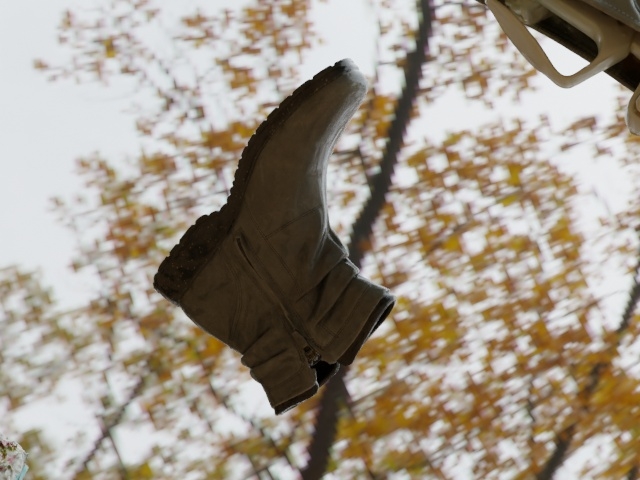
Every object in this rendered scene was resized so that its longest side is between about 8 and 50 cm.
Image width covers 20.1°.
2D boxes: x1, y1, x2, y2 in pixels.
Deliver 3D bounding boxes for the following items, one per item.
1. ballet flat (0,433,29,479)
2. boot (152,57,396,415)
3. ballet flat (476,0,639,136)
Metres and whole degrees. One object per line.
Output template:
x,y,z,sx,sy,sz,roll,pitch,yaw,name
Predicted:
-0.291,0.222,1.369,0.077,0.241,0.091,42,-66,-14,ballet flat
0.000,0.000,1.351,0.161,0.083,0.246,41,-72,13,boot
0.156,-0.088,0.896,0.213,0.072,0.068,37,-107,13,ballet flat
